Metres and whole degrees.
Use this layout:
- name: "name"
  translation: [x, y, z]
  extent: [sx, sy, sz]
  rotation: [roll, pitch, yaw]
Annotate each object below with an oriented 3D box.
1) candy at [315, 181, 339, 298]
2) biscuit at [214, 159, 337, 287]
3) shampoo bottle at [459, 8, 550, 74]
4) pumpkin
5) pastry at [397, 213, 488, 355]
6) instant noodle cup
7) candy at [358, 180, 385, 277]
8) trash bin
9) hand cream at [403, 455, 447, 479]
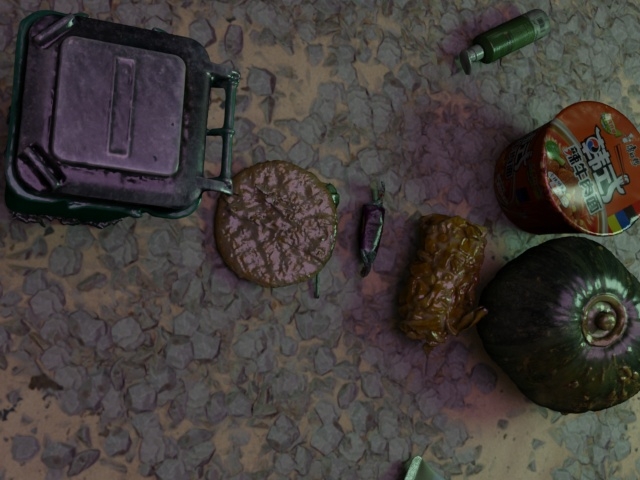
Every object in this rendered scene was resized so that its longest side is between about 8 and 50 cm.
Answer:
- name: "candy"
  translation: [0.000, 0.000, 1.734]
  extent: [0.061, 0.061, 0.202]
  rotation: [2, 90, -24]
- name: "biscuit"
  translation: [-0.075, -0.027, 1.681]
  extent: [0.220, 0.033, 0.220]
  rotation: [0, 85, -5]
- name: "shampoo bottle"
  translation: [0.352, -0.384, 1.932]
  extent: [0.204, 0.065, 0.065]
  rotation: [-28, 95, -25]
- name: "pumpkin"
  translation: [0.445, 0.160, 1.794]
  extent: [0.291, 0.257, 0.328]
  rotation: [-34, 98, -10]
- name: "pastry"
  translation: [0.224, 0.077, 1.772]
  extent: [0.154, 0.102, 0.250]
  rotation: [11, 70, 7]
- name: "instant noodle cup"
  translation: [0.458, -0.117, 1.872]
  extent: [0.250, 0.192, 0.250]
  rotation: [4, 81, -24]
- name: "candy"
  translation: [0.089, -0.020, 1.775]
  extent: [0.043, 0.045, 0.175]
  rotation: [11, 77, -7]
- name: "trash bin"
  translation: [-0.309, -0.146, 1.427]
  extent: [0.295, 0.381, 0.259]
  rotation: [7, 81, -24]
- name: "hand cream"
  translation: [0.258, 0.516, 1.755]
  extent: [0.306, 0.093, 0.147]
  rotation: [36, 62, -15]
